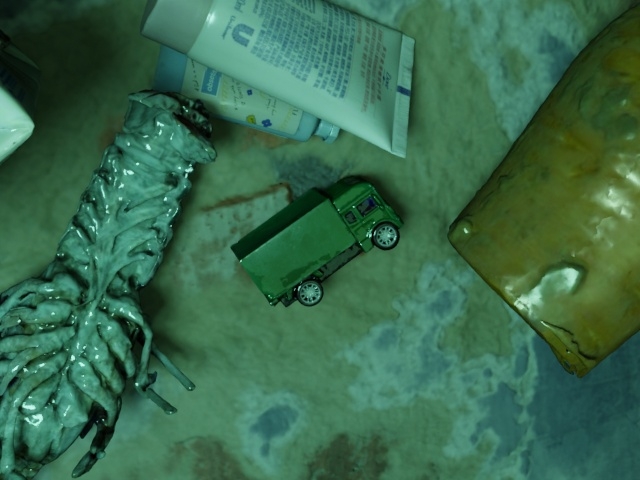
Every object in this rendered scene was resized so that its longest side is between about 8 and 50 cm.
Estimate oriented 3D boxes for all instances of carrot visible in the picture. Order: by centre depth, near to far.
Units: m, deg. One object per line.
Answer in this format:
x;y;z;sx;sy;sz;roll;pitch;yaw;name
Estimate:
0.286;-0.060;0.795;0.341;0.224;0.224;-46;113;4;carrot

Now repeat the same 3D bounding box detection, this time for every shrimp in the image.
-0.198;0.073;0.715;0.221;0.166;0.411;24;84;-20;shrimp

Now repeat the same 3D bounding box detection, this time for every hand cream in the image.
-0.025;-0.170;0.735;0.247;0.083;0.133;21;62;-21;hand cream
-0.064;-0.124;0.756;0.170;0.043;0.065;14;70;-18;hand cream

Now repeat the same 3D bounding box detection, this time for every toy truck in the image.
0.000;0.000;0.799;0.147;0.065;0.079;-34;109;-5;toy truck

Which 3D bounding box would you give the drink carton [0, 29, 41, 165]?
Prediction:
-0.290;-0.075;0.545;0.194;0.324;0.132;-41;113;-3;drink carton
